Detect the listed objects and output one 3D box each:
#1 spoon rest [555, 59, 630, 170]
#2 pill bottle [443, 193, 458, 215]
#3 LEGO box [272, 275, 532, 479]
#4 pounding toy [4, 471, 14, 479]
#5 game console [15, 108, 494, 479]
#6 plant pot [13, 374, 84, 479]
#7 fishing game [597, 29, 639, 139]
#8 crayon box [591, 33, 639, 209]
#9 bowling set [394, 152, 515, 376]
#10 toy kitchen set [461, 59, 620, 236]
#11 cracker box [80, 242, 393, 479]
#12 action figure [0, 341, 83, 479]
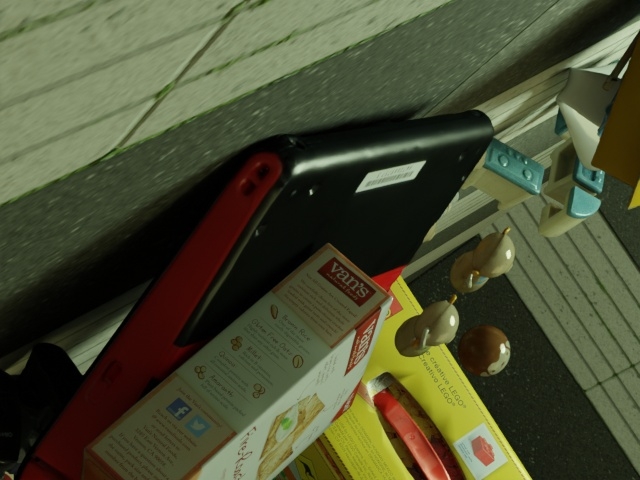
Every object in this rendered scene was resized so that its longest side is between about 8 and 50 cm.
[{"bbox_3d":[0.315,-0.146,1.724,0.137,0.084,0.276,-62,163,5],"label":"spoon rest"},{"bbox_3d":[0.128,-0.043,1.889,0.083,0.043,0.043,-30,174,-38],"label":"pill bottle"},{"bbox_3d":[0.044,0.274,1.795,0.193,0.500,0.372,-30,175,-27],"label":"LEGO box"},{"bbox_3d":[-0.358,0.284,1.491,0.155,0.154,0.269,-34,-166,8],"label":"pounding toy"},{"bbox_3d":[-0.039,0.046,1.169,0.342,0.060,0.386,-57,163,22],"label":"game console"},{"bbox_3d":[-0.184,0.224,1.386,0.215,0.215,0.230,-32,-142,-10],"label":"plant pot"},{"bbox_3d":[0.333,-0.171,1.530,0.189,0.041,0.264,-54,162,-6],"label":"fishing game"},{"bbox_3d":[0.365,-0.159,1.461,0.318,0.081,0.202,-19,134,-51],"label":"crayon box"},{"bbox_3d":[0.132,0.039,1.568,0.287,0.200,0.154,-54,-179,-18],"label":"bowling set"},{"bbox_3d":[0.275,-0.133,1.868,0.122,0.166,0.207,-39,-151,50],"label":"toy kitchen set"},{"bbox_3d":[-0.060,0.124,1.065,0.232,0.067,0.155,-41,161,-31],"label":"cracker box"},{"bbox_3d":[-0.287,0.195,1.188,0.185,0.099,0.285,-2,144,-46],"label":"action figure"}]
